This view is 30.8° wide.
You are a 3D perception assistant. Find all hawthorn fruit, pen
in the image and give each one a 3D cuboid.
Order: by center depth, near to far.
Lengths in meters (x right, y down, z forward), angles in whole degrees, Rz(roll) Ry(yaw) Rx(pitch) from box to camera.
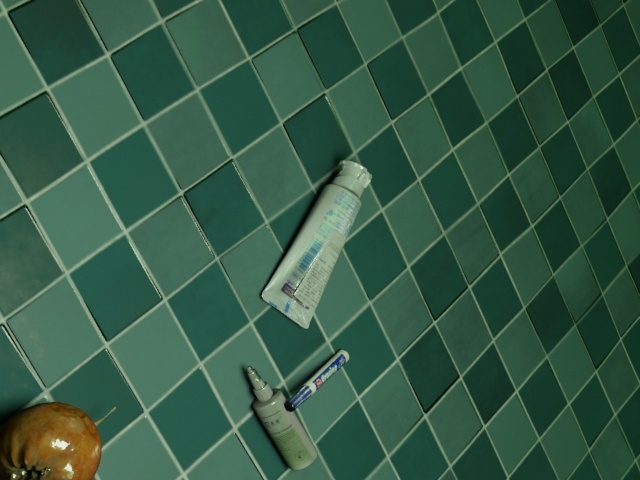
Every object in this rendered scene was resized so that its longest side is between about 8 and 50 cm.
[{"bbox_3d":[-0.372,0.300,1.624,0.189,0.149,0.149,21,68,-75],"label":"hawthorn fruit"},{"bbox_3d":[-0.004,0.238,1.979,0.204,0.025,0.025,-37,110,-56],"label":"pen"}]

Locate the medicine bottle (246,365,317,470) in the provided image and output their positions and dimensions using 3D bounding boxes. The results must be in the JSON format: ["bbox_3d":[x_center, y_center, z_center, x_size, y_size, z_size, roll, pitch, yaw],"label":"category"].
[{"bbox_3d":[-0.073,0.289,1.928,0.057,0.057,0.199,-42,113,-36],"label":"medicine bottle"}]

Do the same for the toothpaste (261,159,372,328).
[{"bbox_3d":[0.000,0.000,2.026,0.114,0.073,0.299,39,68,-33],"label":"toothpaste"}]
